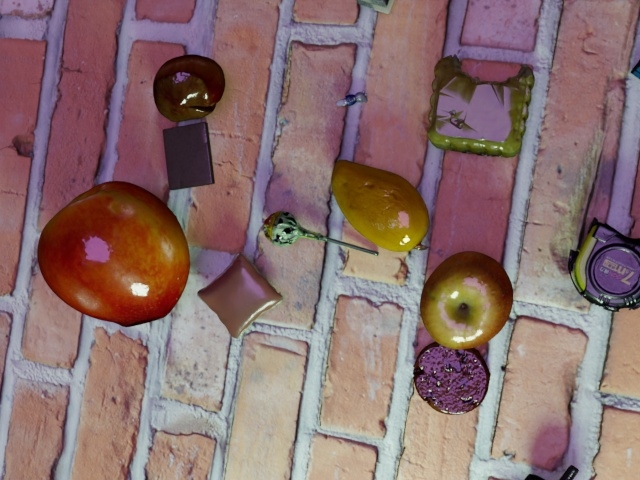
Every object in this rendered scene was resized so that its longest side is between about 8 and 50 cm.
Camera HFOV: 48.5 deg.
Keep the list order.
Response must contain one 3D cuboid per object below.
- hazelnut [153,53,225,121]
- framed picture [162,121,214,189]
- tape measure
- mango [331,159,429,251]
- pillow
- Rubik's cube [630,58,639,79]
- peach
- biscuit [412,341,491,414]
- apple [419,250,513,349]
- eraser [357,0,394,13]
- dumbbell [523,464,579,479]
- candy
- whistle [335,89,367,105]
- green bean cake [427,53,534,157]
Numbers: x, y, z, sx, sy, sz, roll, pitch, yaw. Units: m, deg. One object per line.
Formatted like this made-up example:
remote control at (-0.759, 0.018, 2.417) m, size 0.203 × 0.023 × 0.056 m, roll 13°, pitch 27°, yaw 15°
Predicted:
hazelnut at (-0.353, -0.405, 1.864) m, size 0.204 × 0.178 × 0.177 m, roll -36°, pitch 80°, yaw 42°
framed picture at (-0.359, -0.228, 1.930) m, size 0.128 × 0.023 × 0.168 m, roll -8°, pitch 88°, yaw 14°
tape measure at (0.670, 0.067, 1.637) m, size 0.199 × 0.112 × 0.186 m, roll 28°, pitch 89°, yaw 18°
mango at (0.148, -0.087, 1.759) m, size 0.317 × 0.119 × 0.176 m, roll 38°, pitch 105°, yaw 16°
pillow at (-0.211, 0.145, 1.863) m, size 0.179 × 0.075 × 0.171 m, roll -42°, pitch 86°, yaw 13°
Rubik's cube at (0.817, -0.403, 1.578) m, size 0.161 × 0.162 × 0.163 m, roll 41°, pitch 97°, yaw 10°
peach at (-0.509, 0.042, 1.798) m, size 0.389 × 0.388 × 0.387 m, roll 0°, pitch 89°, yaw 14°
biscuit at (0.322, 0.335, 1.749) m, size 0.192 × 0.049 × 0.191 m, roll 1°, pitch 94°, yaw 9°
apple at (0.346, 0.140, 1.685) m, size 0.235 × 0.173 × 0.210 m, roll -41°, pitch 85°, yaw 19°
eraser at (0.199, -0.779, 1.764) m, size 0.096 × 0.098 × 0.403 m, roll 23°, pitch 94°, yaw 14°
dumbbell at (0.498, 0.657, 1.653) m, size 0.143 × 0.143 × 0.325 m, roll 34°, pitch 97°, yaw 12°
candy at (0.000, 0.000, 1.824) m, size 0.306 × 0.083 × 0.091 m, roll 17°, pitch 92°, yaw 5°
whistle at (0.081, -0.360, 1.824) m, size 0.083 × 0.029 × 0.033 m, roll -15°, pitch 102°, yaw 6°
green bean cake at (0.382, -0.326, 1.701) m, size 0.236 × 0.124 × 0.232 m, roll 9°, pitch 91°, yaw 14°
